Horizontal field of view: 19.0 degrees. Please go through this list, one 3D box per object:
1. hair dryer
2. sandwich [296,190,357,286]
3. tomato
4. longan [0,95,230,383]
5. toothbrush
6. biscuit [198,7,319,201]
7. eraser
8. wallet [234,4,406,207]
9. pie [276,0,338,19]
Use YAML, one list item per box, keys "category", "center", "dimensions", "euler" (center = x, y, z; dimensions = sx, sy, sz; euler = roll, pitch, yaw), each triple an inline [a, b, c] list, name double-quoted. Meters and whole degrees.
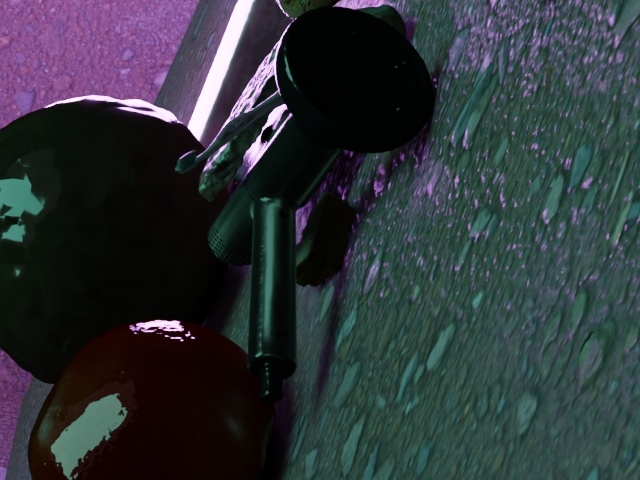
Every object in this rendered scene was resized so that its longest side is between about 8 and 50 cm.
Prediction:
- category: "hair dryer"
  center: [0.000, -0.013, 1.840]
  dimensions: [0.320, 0.156, 0.284]
  euler: [-60, 41, 41]
- category: "sandwich"
  center: [0.000, 0.000, 1.962]
  dimensions: [0.105, 0.036, 0.093]
  euler: [-44, 27, 59]
- category: "tomato"
  center: [-0.178, 0.215, 1.932]
  dimensions: [0.298, 0.226, 0.298]
  euler: [-159, 90, -82]
- category: "longan"
  center: [-0.304, -0.004, 2.504]
  dimensions: [0.391, 0.391, 0.391]
  euler: [-159, 90, -78]
- category: "toothbrush"
  center: [-0.081, -0.113, 1.902]
  dimensions: [0.204, 0.017, 0.022]
  euler: [-38, -29, -46]
- category: "biscuit"
  center: [-0.066, -0.163, 2.167]
  dimensions: [0.250, 0.032, 0.133]
  euler: [-56, 13, 10]
- category: "eraser"
  center: [-0.102, -0.259, 2.742]
  dimensions: [0.213, 0.082, 0.396]
  euler: [-144, 75, -77]
- category: "wallet"
  center: [-0.008, -0.145, 2.157]
  dimensions: [0.252, 0.083, 0.360]
  euler: [-64, 12, -1]
- category: "pie"
  center: [0.029, -0.332, 2.245]
  dimensions: [0.193, 0.079, 0.163]
  euler: [-44, 18, 2]
